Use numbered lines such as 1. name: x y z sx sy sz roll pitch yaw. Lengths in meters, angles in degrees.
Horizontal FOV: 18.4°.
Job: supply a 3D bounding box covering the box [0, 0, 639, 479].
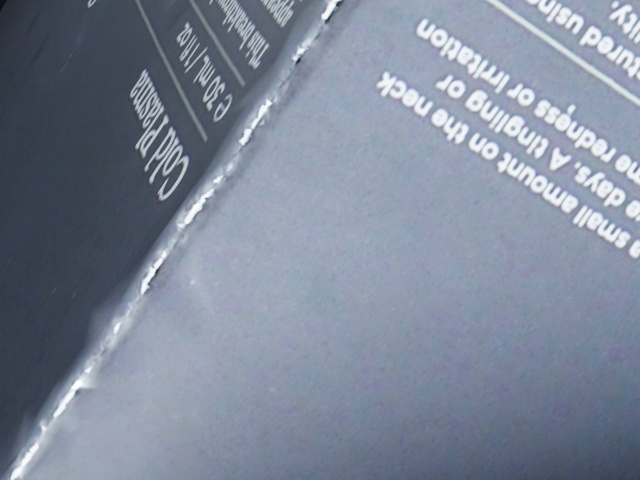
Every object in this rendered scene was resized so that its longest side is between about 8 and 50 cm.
1. box: 0.000 0.000 0.547 0.312 0.179 0.343 -54 -160 10
